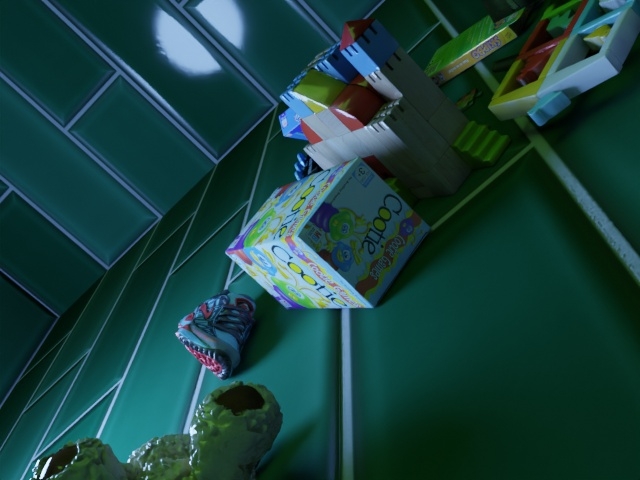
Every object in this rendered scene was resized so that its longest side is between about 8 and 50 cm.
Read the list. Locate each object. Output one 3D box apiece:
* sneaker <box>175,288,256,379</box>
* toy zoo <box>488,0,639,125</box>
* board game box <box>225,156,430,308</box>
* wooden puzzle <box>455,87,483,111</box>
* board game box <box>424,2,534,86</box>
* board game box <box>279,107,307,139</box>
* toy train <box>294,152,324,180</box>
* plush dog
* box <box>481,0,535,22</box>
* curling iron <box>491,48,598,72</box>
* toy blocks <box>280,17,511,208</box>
[{"bbox_3d":[-0.162,0.133,1.298,0.125,0.104,0.262,-46,16,-4],"label":"sneaker"},{"bbox_3d":[0.324,-0.254,1.007,0.293,0.030,0.192,-56,20,-25],"label":"toy zoo"},{"bbox_3d":[0.000,0.000,1.133,0.144,0.142,0.275,-53,17,-20],"label":"board game box"},{"bbox_3d":[0.236,-0.226,1.324,0.083,0.006,0.049,-33,21,39],"label":"wooden puzzle"},{"bbox_3d":[0.292,-0.369,1.475,0.259,0.039,0.124,-30,23,51],"label":"board game box"},{"bbox_3d":[0.054,-0.236,1.493,0.160,0.210,0.047,-32,65,44],"label":"board game box"},{"bbox_3d":[0.010,-0.120,1.462,0.080,0.105,0.184,-38,18,16],"label":"toy train"},{"bbox_3d":[-0.149,0.277,0.863,0.262,0.211,0.225,-20,-1,-7],"label":"plush dog"},{"bbox_3d":[0.408,-0.449,1.164,0.307,0.076,0.242,-36,11,-25],"label":"box"},{"bbox_3d":[0.337,-0.271,1.125,0.068,0.035,0.274,-54,19,-20],"label":"curling iron"},{"bbox_3d":[0.064,-0.180,1.190,0.191,0.261,0.381,-51,16,-16],"label":"toy blocks"}]
